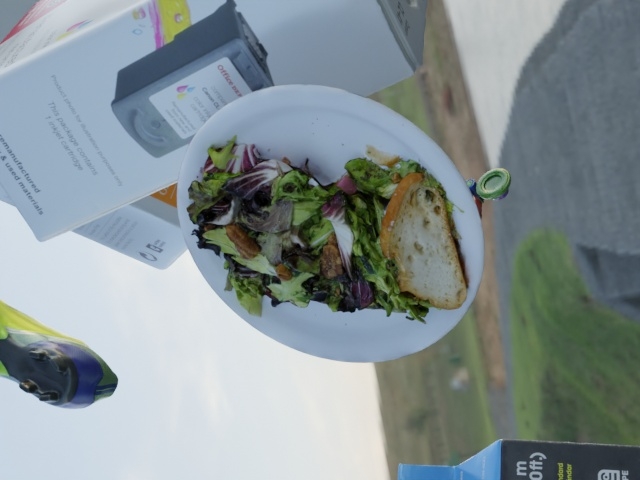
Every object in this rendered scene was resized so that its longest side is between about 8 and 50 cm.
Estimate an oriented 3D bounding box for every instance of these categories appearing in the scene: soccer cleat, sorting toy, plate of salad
[{"bbox_3d":[-0.387,0.148,1.632,0.121,0.289,0.093,11,-79,-51],"label":"soccer cleat"},{"bbox_3d":[0.223,-0.055,1.665,0.042,0.102,0.061,48,-173,-37],"label":"sorting toy"},{"bbox_3d":[0.000,0.000,0.740,0.048,0.199,0.200,-59,-39,-51],"label":"plate of salad"}]

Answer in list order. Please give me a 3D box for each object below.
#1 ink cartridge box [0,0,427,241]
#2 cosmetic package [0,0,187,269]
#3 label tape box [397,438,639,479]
[{"bbox_3d":[-0.087,-0.150,0.894,0.131,0.306,0.226,59,-162,-23],"label":"ink cartridge box"},{"bbox_3d":[-0.321,-0.170,1.360,0.161,0.453,0.230,-35,34,63],"label":"cosmetic package"},{"bbox_3d":[0.238,0.339,1.262,0.106,0.333,0.241,79,-165,-61],"label":"label tape box"}]
